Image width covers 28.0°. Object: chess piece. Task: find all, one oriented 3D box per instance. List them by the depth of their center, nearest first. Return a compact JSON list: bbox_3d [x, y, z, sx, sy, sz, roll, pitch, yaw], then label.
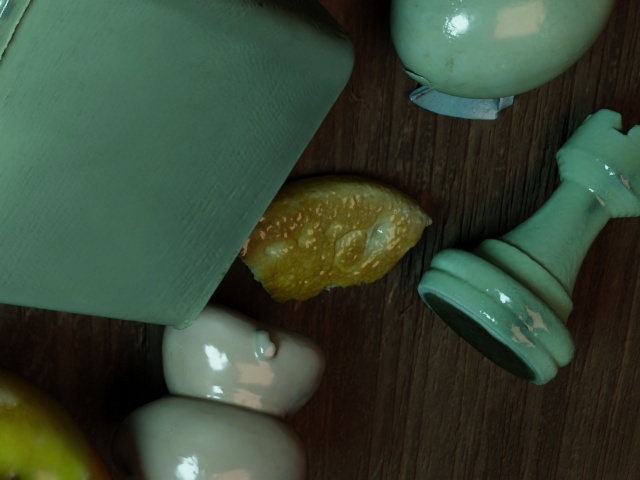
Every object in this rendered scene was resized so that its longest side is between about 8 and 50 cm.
[{"bbox_3d":[0.272,-0.003,1.482,0.299,0.194,0.194,-50,132,-9],"label":"chess piece"}]

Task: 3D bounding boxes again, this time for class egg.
[{"bbox_3d":[0.184,-0.240,1.268,0.253,0.186,0.187,-32,129,-12],"label":"egg"}]

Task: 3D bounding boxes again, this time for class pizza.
[{"bbox_3d":[0.004,-0.006,1.378,0.271,0.056,0.134,-17,122,-26],"label":"pizza"}]

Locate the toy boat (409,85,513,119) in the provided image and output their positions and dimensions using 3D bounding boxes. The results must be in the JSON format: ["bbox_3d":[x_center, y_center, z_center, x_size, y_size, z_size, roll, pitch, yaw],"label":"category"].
[{"bbox_3d":[0.151,-0.162,1.404,0.122,0.034,0.096,-21,126,-11],"label":"toy boat"}]

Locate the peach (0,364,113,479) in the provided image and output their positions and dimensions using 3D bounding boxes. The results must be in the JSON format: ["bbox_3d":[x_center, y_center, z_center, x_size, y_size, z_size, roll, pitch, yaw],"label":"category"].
[{"bbox_3d":[-0.363,0.290,1.122,0.388,0.388,0.388,-16,124,-25],"label":"peach"}]

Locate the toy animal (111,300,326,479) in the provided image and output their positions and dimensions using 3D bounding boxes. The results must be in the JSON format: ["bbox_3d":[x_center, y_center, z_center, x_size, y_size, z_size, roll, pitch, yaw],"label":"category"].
[{"bbox_3d":[-0.091,0.180,1.309,0.210,0.229,0.221,19,110,-17],"label":"toy animal"}]

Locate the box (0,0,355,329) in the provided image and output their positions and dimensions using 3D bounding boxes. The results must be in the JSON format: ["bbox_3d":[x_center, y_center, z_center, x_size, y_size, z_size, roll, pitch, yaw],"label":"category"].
[{"bbox_3d":[-0.201,-0.106,1.084,0.343,0.177,0.352,16,116,-40],"label":"box"}]
